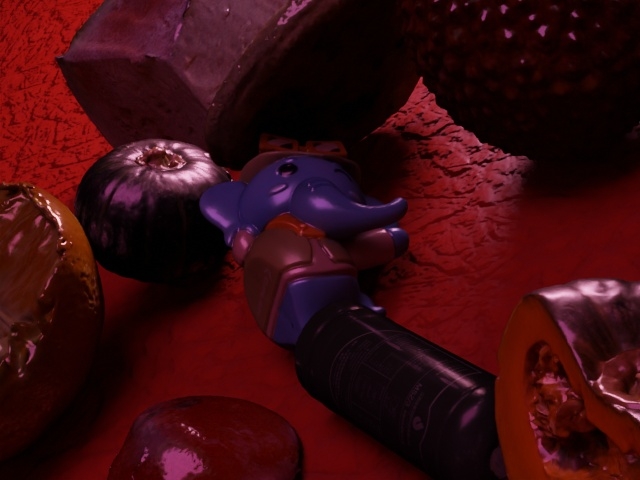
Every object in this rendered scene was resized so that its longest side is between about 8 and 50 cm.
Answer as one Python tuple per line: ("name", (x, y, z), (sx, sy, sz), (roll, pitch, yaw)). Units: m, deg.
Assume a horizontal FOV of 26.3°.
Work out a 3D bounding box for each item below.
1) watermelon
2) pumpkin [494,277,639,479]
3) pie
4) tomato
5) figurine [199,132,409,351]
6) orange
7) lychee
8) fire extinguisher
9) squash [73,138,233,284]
("watermelon", (-0.154, -0.225, 1.740), (0.387, 0.228, 0.258), (-30, 41, 17))
("pumpkin", (0.219, 0.164, 0.869), (0.139, 0.221, 0.317), (-10, 29, -14))
("pie", (0.005, -0.177, 1.448), (0.323, 0.323, 0.070), (-40, 69, -10))
("tomato", (-0.114, 0.195, 1.207), (0.173, 0.099, 0.189), (8, 49, 50))
("figurine", (-0.002, 0.003, 1.352), (0.180, 0.153, 0.262), (-26, 48, -5))
("orange", (-0.349, 0.112, 1.433), (0.263, 0.196, 0.334), (-1, 51, 56))
("lychee", (0.211, -0.208, 1.315), (0.275, 0.304, 0.275), (-59, 13, 23))
("fire extinguisher", (0.091, 0.142, 1.105), (0.311, 0.095, 0.114), (23, 99, 55))
("squash", (-0.181, -0.033, 1.520), (0.193, 0.156, 0.193), (9, 46, -9))
